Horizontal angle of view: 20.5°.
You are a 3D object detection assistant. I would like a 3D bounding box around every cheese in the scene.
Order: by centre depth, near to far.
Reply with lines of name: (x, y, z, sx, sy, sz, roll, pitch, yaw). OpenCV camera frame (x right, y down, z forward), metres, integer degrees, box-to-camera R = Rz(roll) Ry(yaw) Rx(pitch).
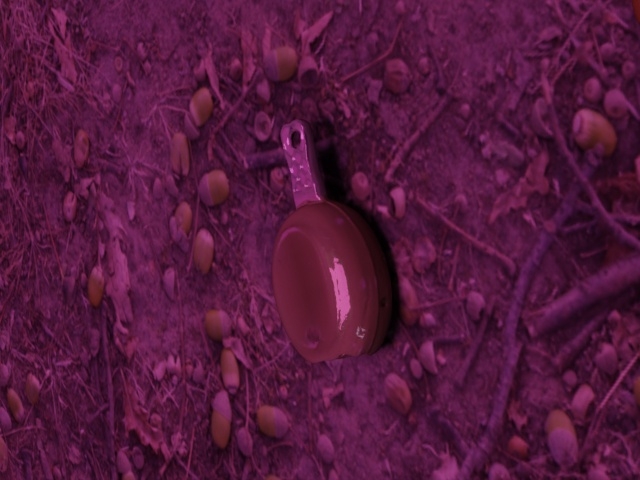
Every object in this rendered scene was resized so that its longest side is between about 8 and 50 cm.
cheese: (0.000, 0.000, 1.633, 0.137, 0.064, 0.227, -20, 80, 52)

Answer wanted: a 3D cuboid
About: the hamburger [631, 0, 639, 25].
hamburger: (0.274, -0.177, 1.134, 0.175, 0.175, 0.137, 55, 143, 32)
